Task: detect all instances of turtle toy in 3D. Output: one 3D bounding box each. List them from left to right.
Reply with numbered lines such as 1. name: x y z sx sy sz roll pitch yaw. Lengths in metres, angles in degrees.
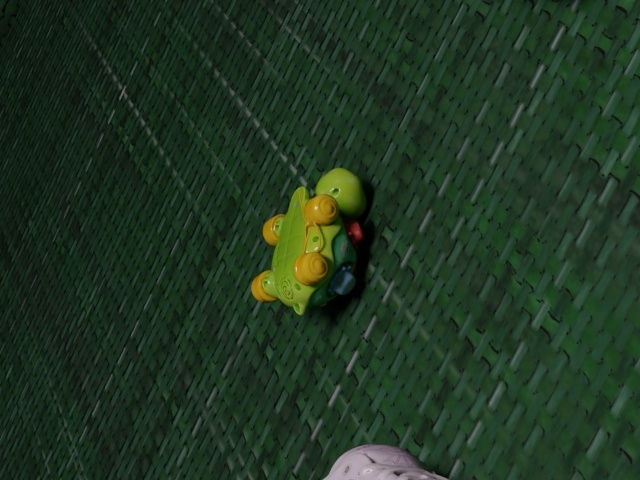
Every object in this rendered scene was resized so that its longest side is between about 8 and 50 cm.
1. turtle toy: 0.000 0.000 1.517 0.095 0.066 0.130 -23 51 57

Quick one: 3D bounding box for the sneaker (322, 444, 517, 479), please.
1. sneaker: 0.047 0.185 1.224 0.305 0.114 0.152 -34 43 51
